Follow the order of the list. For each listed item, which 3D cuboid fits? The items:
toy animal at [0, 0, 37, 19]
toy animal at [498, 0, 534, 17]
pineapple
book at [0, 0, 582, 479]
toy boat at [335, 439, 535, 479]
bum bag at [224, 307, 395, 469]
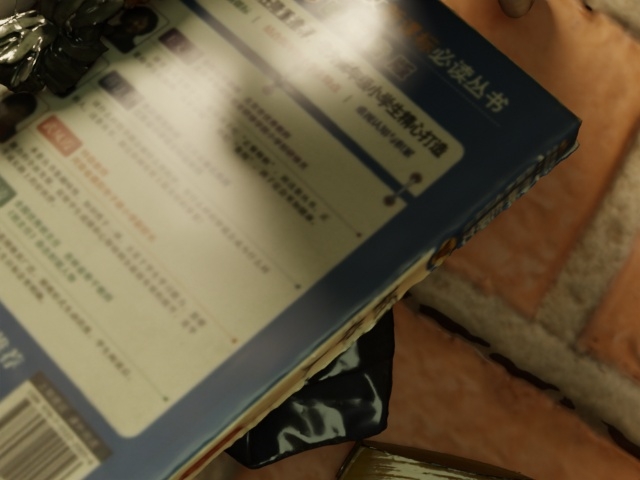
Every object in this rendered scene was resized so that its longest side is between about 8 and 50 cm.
[{"bbox_3d":[-0.251,-0.189,0.778,0.179,0.138,0.166,2,70,-19],"label":"toy animal"},{"bbox_3d":[0.081,-0.250,0.738,0.241,0.368,0.196,-10,88,27],"label":"toy animal"},{"bbox_3d":[-0.140,-0.152,0.763,0.074,0.074,0.159,40,74,-2],"label":"pineapple"},{"bbox_3d":[-0.093,-0.034,0.761,0.428,0.039,0.300,-39,69,-17],"label":"book"},{"bbox_3d":[0.084,0.168,0.824,0.149,0.047,0.048,13,93,-5],"label":"toy boat"},{"bbox_3d":[0.000,0.000,0.820,0.137,0.074,0.310,12,74,4],"label":"bum bag"}]
